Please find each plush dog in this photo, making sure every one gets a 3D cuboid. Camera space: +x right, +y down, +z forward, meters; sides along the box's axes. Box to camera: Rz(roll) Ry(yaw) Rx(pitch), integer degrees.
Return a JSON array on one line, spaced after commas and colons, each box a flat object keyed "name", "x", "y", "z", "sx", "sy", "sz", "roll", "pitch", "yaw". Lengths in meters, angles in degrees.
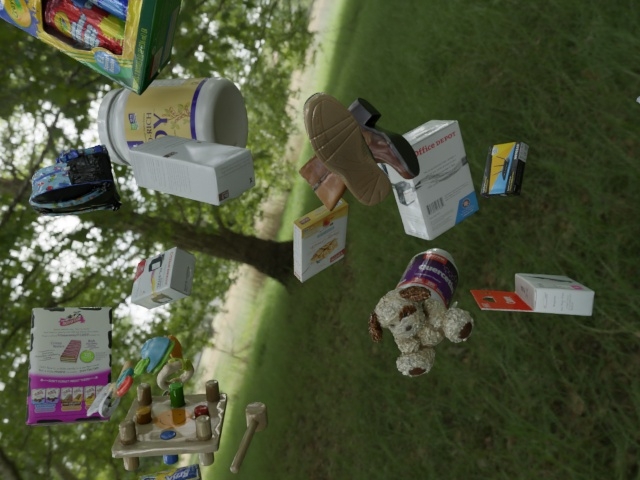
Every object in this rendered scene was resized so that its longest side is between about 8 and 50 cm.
[{"name": "plush dog", "x": 0.258, "y": 0.214, "z": 1.745, "sx": 0.262, "sy": 0.225, "sz": 0.211, "roll": -45, "pitch": 28, "yaw": 23}]

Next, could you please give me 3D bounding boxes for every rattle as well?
[{"name": "rattle", "x": -0.509, "y": 0.442, "z": 2.092, "sx": 0.130, "sy": 0.142, "sz": 0.200, "roll": -29, "pitch": -29, "yaw": -43}]

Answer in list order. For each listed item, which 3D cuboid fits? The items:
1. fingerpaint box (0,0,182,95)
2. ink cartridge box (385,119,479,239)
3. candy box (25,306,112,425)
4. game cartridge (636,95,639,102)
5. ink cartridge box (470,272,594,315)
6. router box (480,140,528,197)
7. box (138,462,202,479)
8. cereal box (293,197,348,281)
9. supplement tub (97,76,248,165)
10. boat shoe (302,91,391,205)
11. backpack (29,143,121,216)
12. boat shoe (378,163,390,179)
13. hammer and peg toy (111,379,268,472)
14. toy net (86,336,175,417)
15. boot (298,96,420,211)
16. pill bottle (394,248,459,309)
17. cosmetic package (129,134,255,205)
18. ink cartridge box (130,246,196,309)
[{"name": "fingerpaint box", "x": -0.480, "y": -0.577, "z": 1.309, "sx": 0.445, "sy": 0.371, "sz": 0.163, "roll": -52, "pitch": 11, "yaw": 55}, {"name": "ink cartridge box", "x": 0.343, "y": -0.192, "z": 1.946, "sx": 0.129, "sy": 0.223, "sz": 0.308, "roll": 20, "pitch": 135, "yaw": 57}, {"name": "candy box", "x": -0.515, "y": 0.258, "z": 1.298, "sx": 0.071, "sy": 0.159, "sz": 0.234, "roll": 136, "pitch": 133, "yaw": -62}, {"name": "game cartridge", "x": 0.899, "y": -0.384, "z": 1.698, "sx": 0.083, "sy": 0.056, "sz": 0.017, "roll": -32, "pitch": -38, "yaw": -38}, {"name": "ink cartridge box", "x": 0.494, "y": 0.122, "z": 1.505, "sx": 0.275, "sy": 0.238, "sz": 0.060, "roll": -28, "pitch": -59, "yaw": -81}, {"name": "router box", "x": 0.617, "y": -0.235, "z": 2.104, "sx": 0.133, "sy": 0.046, "sz": 0.179, "roll": -1, "pitch": 73, "yaw": 53}, {"name": "box", "x": -0.418, "y": 0.680, "z": 1.752, "sx": 0.054, "sy": 0.168, "sz": 0.059, "roll": -117, "pitch": 19, "yaw": -60}, {"name": "cereal box", "x": 0.000, "y": 0.000, "z": 1.857, "sx": 0.173, "sy": 0.047, "sz": 0.240, "roll": -31, "pitch": -35, "yaw": -25}, {"name": "supplement tub", "x": -0.381, "y": -0.299, "z": 1.636, "sx": 0.241, "sy": 0.331, "sz": 0.241, "roll": 2, "pitch": -90, "yaw": -71}, {"name": "boat shoe", "x": 0.045, "y": -0.186, "z": 1.259, "sx": 0.102, "sy": 0.285, "sz": 0.092, "roll": -39, "pitch": 38, "yaw": 5}, {"name": "backpack", "x": -0.522, "y": -0.119, "z": 1.321, "sx": 0.158, "sy": 0.173, "sz": 0.117, "roll": 119, "pitch": 135, "yaw": -72}, {"name": "boat shoe", "x": 0.237, "y": -0.276, "z": 2.136, "sx": 0.083, "sy": 0.183, "sz": 0.065, "roll": 0, "pitch": 49, "yaw": 48}, {"name": "hammer and peg toy", "x": -0.318, "y": 0.460, "z": 1.586, "sx": 0.266, "sy": 0.361, "sz": 0.128, "roll": -98, "pitch": 6, "yaw": -75}, {"name": "toy net", "x": -0.356, "y": 0.271, "z": 1.152, "sx": 0.232, "sy": 0.045, "sz": 0.122, "roll": -46, "pitch": 20, "yaw": 21}, {"name": "boot", "x": 0.090, "y": -0.178, "z": 1.606, "sx": 0.280, "sy": 0.264, "sz": 0.096, "roll": -50, "pitch": -15, "yaw": 30}, {"name": "pill bottle", "x": 0.352, "y": 0.154, "z": 2.068, "sx": 0.323, "sy": 0.181, "sz": 0.182, "roll": -52, "pitch": -14, "yaw": -54}, {"name": "cosmetic package", "x": -0.255, "y": -0.145, "z": 1.246, "sx": 0.117, "sy": 0.231, "sz": 0.086, "roll": -38, "pitch": -49, "yaw": -48}, {"name": "ink cartridge box", "x": -0.436, "y": 0.105, "z": 1.739, "sx": 0.175, "sy": 0.072, "sz": 0.128, "roll": -20, "pitch": 53, "yaw": 34}]
